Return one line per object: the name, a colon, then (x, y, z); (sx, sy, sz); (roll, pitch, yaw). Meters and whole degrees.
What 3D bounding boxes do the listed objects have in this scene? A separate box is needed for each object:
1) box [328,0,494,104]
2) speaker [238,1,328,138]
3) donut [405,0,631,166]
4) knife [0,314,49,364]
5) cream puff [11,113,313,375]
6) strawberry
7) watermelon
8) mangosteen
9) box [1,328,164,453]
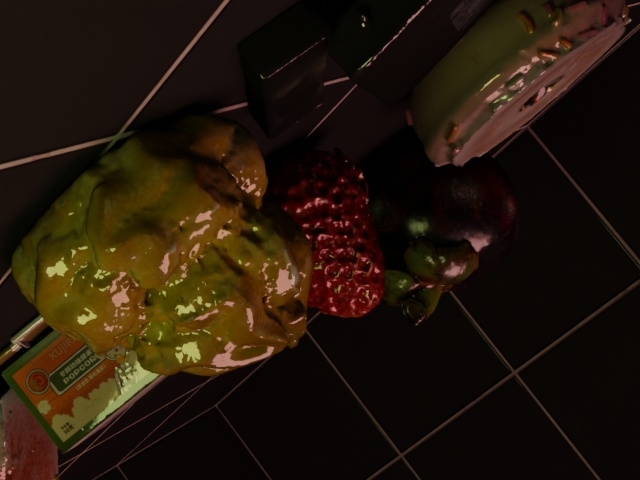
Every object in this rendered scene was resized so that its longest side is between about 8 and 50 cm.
box: (0.138, -0.276, 1.218); (0.290, 0.073, 0.289); (-48, 171, 9)
speaker: (-0.039, -0.173, 1.215); (0.082, 0.044, 0.218); (-36, 171, -8)
donut: (0.288, -0.267, 1.714); (0.383, 0.142, 0.382); (-37, 172, -6)
knife: (-0.382, 0.127, 1.474); (0.256, 0.022, 0.046); (-39, 167, 6)
cream puff: (-0.144, 0.037, 1.222); (0.291, 0.257, 0.324); (-40, 172, -12)
strawberry: (0.000, 0.000, 1.610); (0.205, 0.244, 0.205); (-38, 174, -5)
watermelon: (-0.452, 0.314, 1.581); (0.262, 0.201, 0.213); (-44, 178, 15)
mangosteen: (0.212, -0.013, 2.055); (0.306, 0.359, 0.306); (-8, 152, -4)
box: (-0.295, 0.160, 1.557); (0.195, 0.148, 0.177); (-38, 177, 8)
